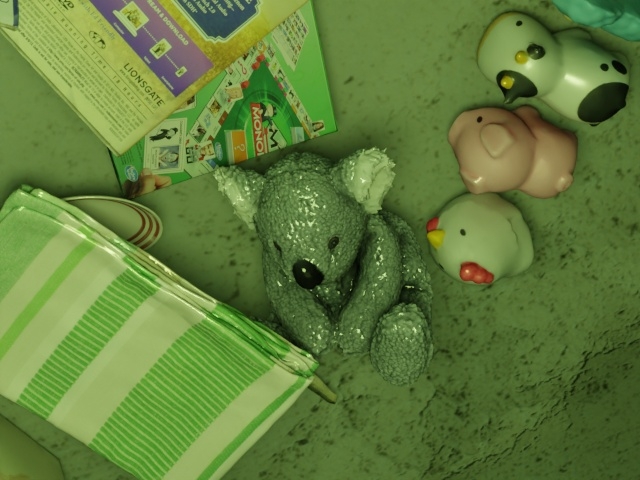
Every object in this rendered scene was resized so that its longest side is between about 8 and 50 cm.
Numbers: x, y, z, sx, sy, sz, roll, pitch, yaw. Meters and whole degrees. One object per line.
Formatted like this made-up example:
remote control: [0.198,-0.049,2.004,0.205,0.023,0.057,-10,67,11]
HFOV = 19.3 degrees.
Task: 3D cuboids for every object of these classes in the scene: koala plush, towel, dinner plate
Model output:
koala plush: [0.000,0.000,1.770,0.196,0.203,0.221,-5,137,19]
towel: [-0.197,0.107,1.768,0.325,0.038,0.248,33,126,-12]
dinner plate: [-0.218,-0.013,1.765,0.141,0.017,0.141,-4,153,-2]

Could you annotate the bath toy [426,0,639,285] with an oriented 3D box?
bath toy: [0.193,-0.097,1.823,0.151,0.129,0.348,25,118,3]

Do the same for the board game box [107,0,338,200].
board game box: [-0.113,-0.198,1.672,0.213,0.046,0.317,-19,131,-8]

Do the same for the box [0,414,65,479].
box: [-0.390,0.218,1.833,0.148,0.121,0.311,-37,130,10]

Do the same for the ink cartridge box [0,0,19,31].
ink cartridge box: [-0.324,-0.262,1.342,0.224,0.223,0.045,12,154,-39]

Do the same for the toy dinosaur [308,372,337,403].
toy dinosaur: [-0.094,0.129,1.927,0.268,0.064,0.118,0,141,-22]

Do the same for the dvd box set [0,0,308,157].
dvd box set: [-0.104,-0.309,1.523,0.420,0.062,0.307,-40,119,5]
